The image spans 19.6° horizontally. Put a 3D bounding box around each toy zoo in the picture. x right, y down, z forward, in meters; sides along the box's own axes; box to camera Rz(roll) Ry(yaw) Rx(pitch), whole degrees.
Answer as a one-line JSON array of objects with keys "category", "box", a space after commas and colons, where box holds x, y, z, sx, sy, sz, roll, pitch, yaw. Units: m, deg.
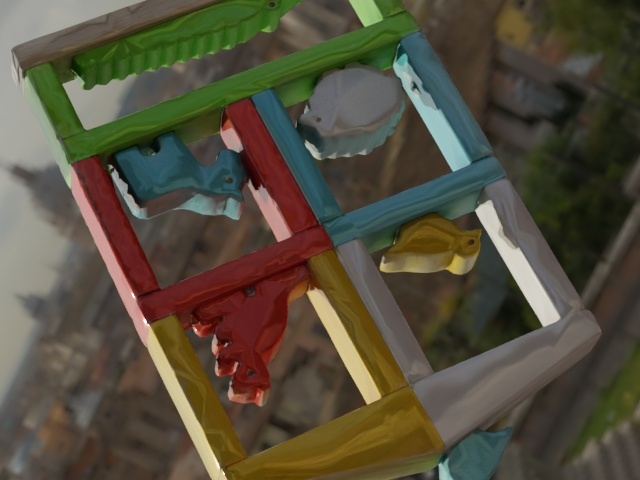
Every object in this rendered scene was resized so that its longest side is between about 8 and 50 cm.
[{"category": "toy zoo", "box": [0.000, 0.000, 0.872, 0.192, 0.293, 0.030, -22, -21, -17]}]
